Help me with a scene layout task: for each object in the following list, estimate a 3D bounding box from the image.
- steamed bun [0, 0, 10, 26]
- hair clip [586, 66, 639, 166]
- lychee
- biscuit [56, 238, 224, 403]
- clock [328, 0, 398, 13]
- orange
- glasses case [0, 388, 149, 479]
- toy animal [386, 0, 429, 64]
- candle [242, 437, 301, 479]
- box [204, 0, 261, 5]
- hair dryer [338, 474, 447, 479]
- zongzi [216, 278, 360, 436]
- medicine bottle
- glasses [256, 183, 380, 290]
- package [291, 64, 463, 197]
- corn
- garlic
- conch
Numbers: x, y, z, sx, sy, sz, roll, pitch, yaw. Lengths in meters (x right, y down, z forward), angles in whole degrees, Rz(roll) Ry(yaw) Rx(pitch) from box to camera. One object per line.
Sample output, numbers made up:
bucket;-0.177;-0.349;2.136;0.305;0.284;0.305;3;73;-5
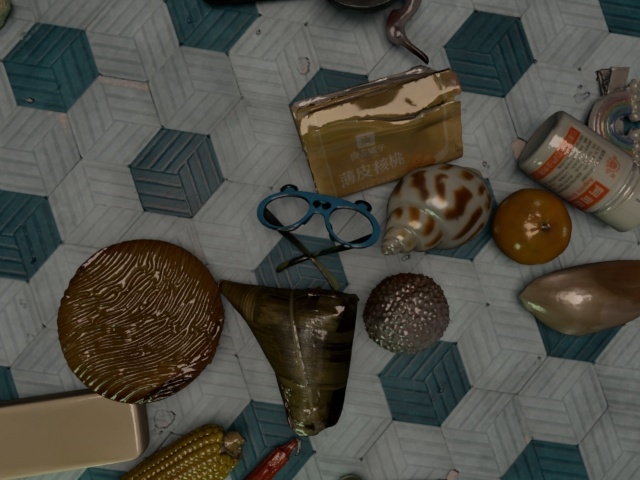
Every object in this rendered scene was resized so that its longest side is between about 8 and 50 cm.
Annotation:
steamed bun;-0.686;-0.465;1.157;0.130;0.091;0.112;-38;89;-3
hair clip;0.619;-0.254;1.236;0.140;0.054;0.220;-4;92;-9
lychee;0.171;0.141;1.155;0.165;0.197;0.165;-8;78;37
biscuit;-0.344;0.150;1.133;0.318;0.040;0.318;0;78;-2
clock;0.085;-0.551;1.132;0.226;0.049;0.226;0;91;5
orange;0.422;-0.028;1.179;0.156;0.124;0.156;0;87;1
glasses case;-0.513;0.372;1.150;0.336;0.076;0.144;-7;88;-3
toy animal;0.163;-0.538;1.196;0.195;0.090;0.324;14;85;-1
candle;-0.099;0.457;1.181;0.162;0.053;0.048;-43;96;-5
box;-0.117;-0.630;1.195;0.290;0.073;0.289;-7;89;-4
hair dryer;0.157;0.551;1.193;0.237;0.075;0.206;-18;96;-11
zongzi;-0.083;0.217;1.159;0.288;0.134;0.286;9;93;11
medicine bottle;0.536;-0.136;1.179;0.252;0.144;0.144;31;87;-2
glasses;-0.009;0.014;1.147;0.239;0.102;0.206;11;113;10
package;0.115;-0.224;1.151;0.311;0.165;0.221;-16;89;-2
corn;-0.287;0.458;1.142;0.322;0.119;0.119;-33;90;2
garlic;0.568;0.115;1.203;0.318;0.112;0.143;-10;86;-14
conch;0.222;-0.056;1.158;0.275;0.149;0.182;-35;90;-3
